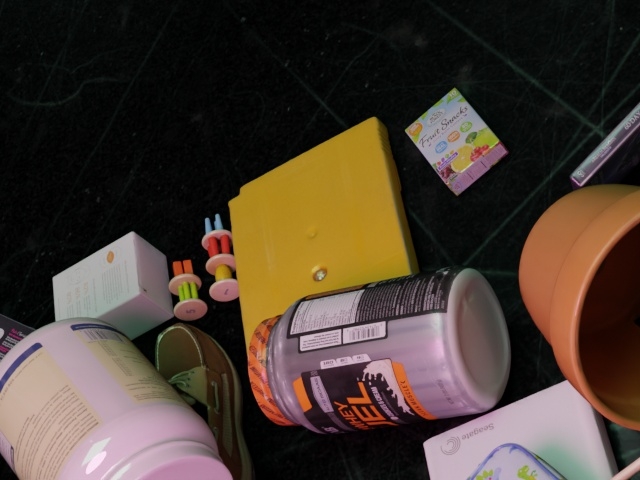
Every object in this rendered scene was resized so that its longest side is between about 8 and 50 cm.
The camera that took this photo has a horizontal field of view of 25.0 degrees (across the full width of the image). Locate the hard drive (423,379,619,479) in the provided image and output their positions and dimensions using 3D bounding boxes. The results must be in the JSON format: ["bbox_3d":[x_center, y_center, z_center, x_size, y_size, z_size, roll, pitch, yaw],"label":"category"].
[{"bbox_3d":[0.262,0.361,1.735,0.233,0.047,0.353,-26,50,21],"label":"hard drive"}]

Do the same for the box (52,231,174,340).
[{"bbox_3d":[-0.334,0.091,2.312,0.170,0.091,0.130,-28,49,19],"label":"box"}]

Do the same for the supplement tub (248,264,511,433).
[{"bbox_3d":[0.074,0.151,1.905,0.316,0.193,0.193,-13,56,31],"label":"supplement tub"}]

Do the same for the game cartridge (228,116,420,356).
[{"bbox_3d":[0.000,0.000,2.161,0.285,0.053,0.323,-26,48,20],"label":"game cartridge"}]

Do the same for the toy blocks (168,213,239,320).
[{"bbox_3d":[-0.186,0.038,2.264,0.123,0.054,0.148,-28,49,18],"label":"toy blocks"}]

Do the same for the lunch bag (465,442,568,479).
[{"bbox_3d":[0.215,0.356,1.677,0.219,0.090,0.176,-50,47,-1],"label":"lunch bag"}]

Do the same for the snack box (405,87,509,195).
[{"bbox_3d":[0.198,-0.146,2.112,0.100,0.037,0.141,-39,46,8],"label":"snack box"}]

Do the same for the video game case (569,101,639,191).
[{"bbox_3d":[0.427,-0.155,1.851,0.274,0.196,0.026,-46,74,3],"label":"video game case"}]

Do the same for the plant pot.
[{"bbox_3d":[0.370,0.054,1.711,0.291,0.291,0.203,-50,30,-1],"label":"plant pot"}]

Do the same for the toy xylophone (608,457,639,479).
[{"bbox_3d":[0.365,0.361,1.546,0.323,0.081,0.236,-41,84,-3],"label":"toy xylophone"}]

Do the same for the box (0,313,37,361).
[{"bbox_3d":[-0.487,0.213,2.297,0.247,0.163,0.142,19,71,42],"label":"box"}]

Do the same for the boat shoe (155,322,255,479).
[{"bbox_3d":[-0.183,0.244,2.083,0.123,0.120,0.324,-35,48,13],"label":"boat shoe"}]

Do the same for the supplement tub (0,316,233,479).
[{"bbox_3d":[-0.281,0.275,1.908,0.235,0.235,0.325,-49,47,0],"label":"supplement tub"}]
